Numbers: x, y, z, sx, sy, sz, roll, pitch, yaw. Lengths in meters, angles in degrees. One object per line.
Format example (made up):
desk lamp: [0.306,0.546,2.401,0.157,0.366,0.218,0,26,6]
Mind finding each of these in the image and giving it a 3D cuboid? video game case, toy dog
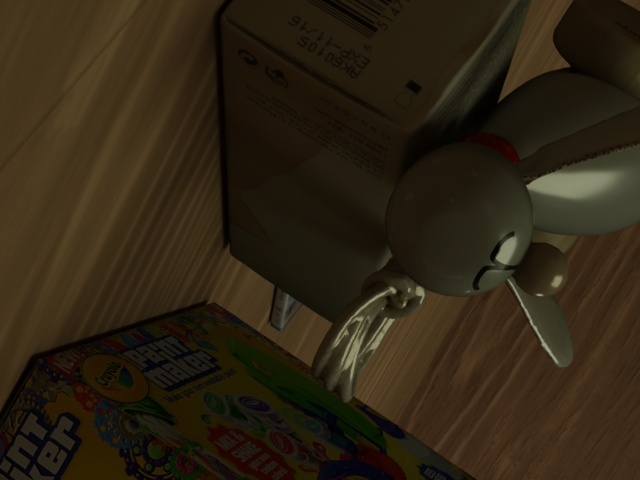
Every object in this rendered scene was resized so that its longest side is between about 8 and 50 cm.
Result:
video game case: [0.000,0.000,1.213,0.119,0.015,0.166,-52,168,-27]
toy dog: [0.153,-0.019,0.792,0.333,0.161,0.220,-48,165,-42]

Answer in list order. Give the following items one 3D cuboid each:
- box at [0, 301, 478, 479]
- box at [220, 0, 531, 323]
box: [-0.047,0.199,0.871,0.177,0.279,0.290,-59,170,11]
box: [0.027,-0.071,0.848,0.148,0.121,0.311,-53,169,-22]
